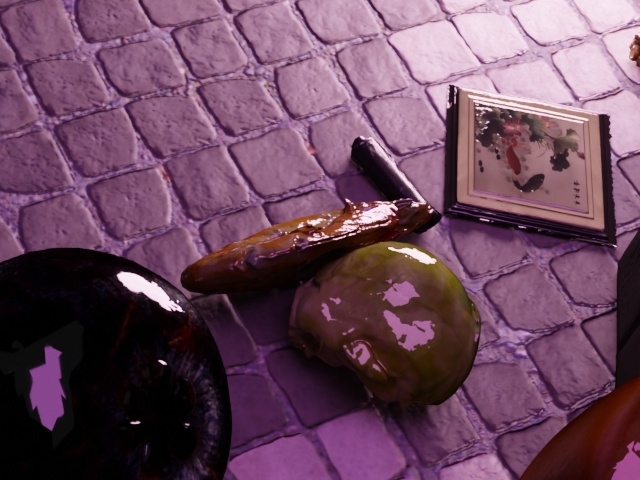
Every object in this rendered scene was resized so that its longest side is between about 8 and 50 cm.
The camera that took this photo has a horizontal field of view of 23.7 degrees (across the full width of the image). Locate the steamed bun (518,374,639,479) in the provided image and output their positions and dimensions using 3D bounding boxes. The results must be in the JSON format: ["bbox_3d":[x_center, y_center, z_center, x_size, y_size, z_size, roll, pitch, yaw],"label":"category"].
[{"bbox_3d":[0.355,0.232,1.284,0.379,0.235,0.248,14,63,-11],"label":"steamed bun"}]

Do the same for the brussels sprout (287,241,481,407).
[{"bbox_3d":[0.066,0.076,1.460,0.183,0.131,0.145,31,75,7],"label":"brussels sprout"}]

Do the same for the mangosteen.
[{"bbox_3d":[-0.226,0.157,1.245,0.300,0.300,0.300,7,54,-10],"label":"mangosteen"}]

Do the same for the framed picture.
[{"bbox_3d":[0.234,-0.088,1.689,0.199,0.010,0.195,10,54,-8],"label":"framed picture"}]

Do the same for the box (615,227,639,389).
[{"bbox_3d":[0.477,0.098,1.499,0.345,0.204,0.251,14,53,-5],"label":"box"}]

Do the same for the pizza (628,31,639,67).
[{"bbox_3d":[0.460,-0.175,1.779,0.188,0.062,0.199,2,56,-10],"label":"pizza"}]

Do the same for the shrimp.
[{"bbox_3d":[0.000,0.001,1.490,0.294,0.154,0.062,-21,92,-34],"label":"shrimp"}]

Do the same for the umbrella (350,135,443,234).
[{"bbox_3d":[0.079,-0.061,1.618,0.036,0.031,0.133,-8,53,-51],"label":"umbrella"}]
